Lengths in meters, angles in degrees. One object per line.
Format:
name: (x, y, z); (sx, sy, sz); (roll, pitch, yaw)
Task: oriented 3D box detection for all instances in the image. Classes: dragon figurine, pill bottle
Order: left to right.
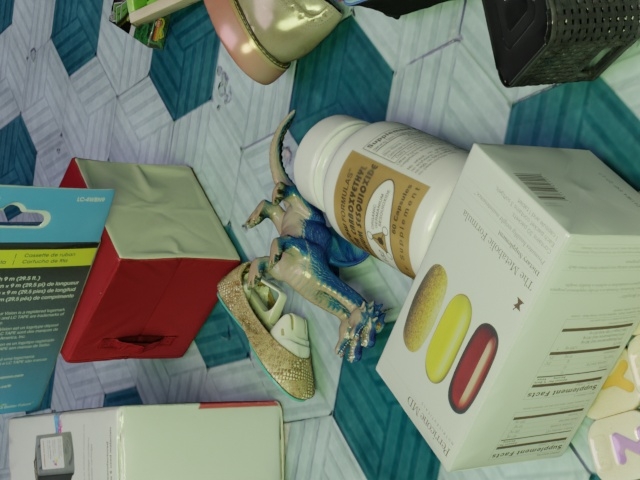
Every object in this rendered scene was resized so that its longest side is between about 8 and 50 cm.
dragon figurine: (0.000, 0.000, 1.195); (0.085, 0.144, 0.289); (-48, 34, 41)
pill bottle: (0.078, -0.045, 1.063); (0.229, 0.131, 0.131); (31, 113, 48)

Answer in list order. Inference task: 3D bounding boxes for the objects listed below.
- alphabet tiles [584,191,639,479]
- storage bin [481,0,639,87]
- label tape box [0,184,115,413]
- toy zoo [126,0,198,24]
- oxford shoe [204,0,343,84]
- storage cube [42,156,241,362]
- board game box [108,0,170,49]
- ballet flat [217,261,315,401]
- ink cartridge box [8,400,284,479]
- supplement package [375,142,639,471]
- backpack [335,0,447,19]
alphabet tiles: (0.305, 0.087, 0.864); (0.278, 0.021, 0.284); (-29, 66, 47)
storage bin: (0.194, -0.232, 0.927); (0.122, 0.084, 0.180); (126, 137, -71)
label tape box: (-0.419, 0.055, 1.291); (0.115, 0.249, 0.347); (46, 123, 38)
toy zoo: (-0.209, -0.459, 1.468); (0.192, 0.030, 0.293); (-10, 87, 41)
oxford shoe: (-0.083, -0.384, 1.290); (0.146, 0.140, 0.397); (-28, 76, 23)
storage cube: (-0.251, 0.024, 1.430); (0.193, 0.184, 0.215); (-56, 49, 33)
board game box: (-0.234, -0.416, 1.549); (0.136, 0.030, 0.259); (36, 116, 43)
ballet flat: (-0.057, 0.098, 1.281); (0.067, 0.073, 0.206); (-53, 53, 17)
ink cartridge box: (-0.221, 0.268, 1.351); (0.306, 0.226, 0.131); (-16, 75, 51)
supplement package: (0.169, 0.058, 0.922); (0.139, 0.134, 0.244); (53, 132, 45)
backpack: (0.087, -0.322, 1.077); (0.158, 0.117, 0.173); (-2, 84, 50)
